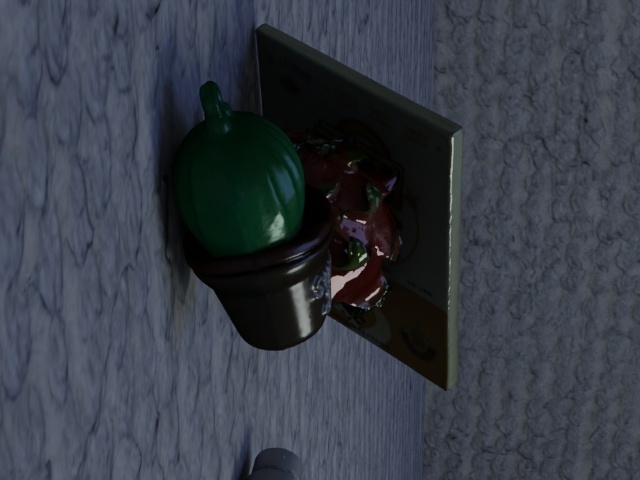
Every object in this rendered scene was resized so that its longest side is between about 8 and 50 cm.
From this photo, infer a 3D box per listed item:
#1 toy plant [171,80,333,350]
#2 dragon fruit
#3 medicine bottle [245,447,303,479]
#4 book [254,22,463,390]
[{"bbox_3d":[-0.047,-0.027,1.104,0.143,0.105,0.200,-87,166,-61],"label":"toy plant"},{"bbox_3d":[-0.004,0.001,1.281,0.236,0.137,0.135,73,38,-65],"label":"dragon fruit"},{"bbox_3d":[-0.044,0.227,1.415,0.089,0.052,0.052,-75,167,-51],"label":"medicine bottle"},{"bbox_3d":[0.033,-0.023,1.358,0.020,0.208,0.295,-38,144,-30],"label":"book"}]
